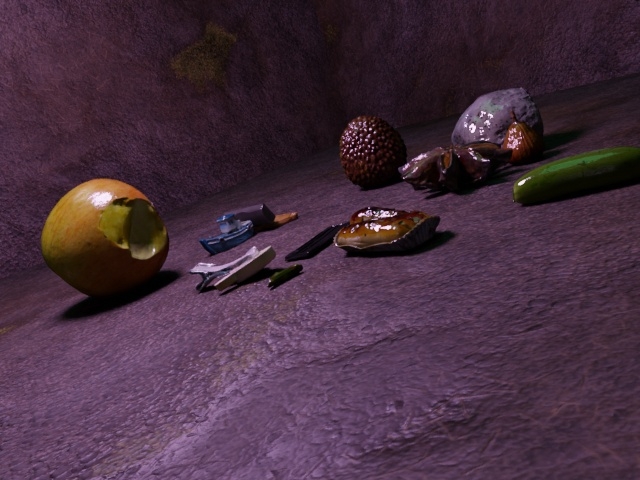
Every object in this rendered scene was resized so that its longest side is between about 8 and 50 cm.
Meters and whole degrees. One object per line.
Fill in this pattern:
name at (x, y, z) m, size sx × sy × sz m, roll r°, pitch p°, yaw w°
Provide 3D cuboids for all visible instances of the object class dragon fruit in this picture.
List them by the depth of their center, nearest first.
dragon fruit at (0.523, -0.353, 2.066) m, size 0.221 × 0.204 × 0.283 m, roll -18°, pitch 11°, yaw -16°

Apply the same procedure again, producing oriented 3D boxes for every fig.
fig at (0.563, -0.283, 1.901) m, size 0.119 × 0.153 × 0.119 m, roll -43°, pitch -5°, yaw -4°

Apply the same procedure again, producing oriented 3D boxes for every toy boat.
toy boat at (-0.298, -0.030, 2.081) m, size 0.088 × 0.102 × 0.215 m, roll -10°, pitch 14°, yaw 41°

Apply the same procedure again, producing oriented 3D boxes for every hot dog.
hot dog at (0.142, -0.026, 1.477) m, size 0.162 × 0.082 × 0.270 m, roll -28°, pitch 17°, yaw -35°

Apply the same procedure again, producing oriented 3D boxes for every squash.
squash at (0.548, -0.142, 1.402) m, size 0.292 × 0.082 × 0.082 m, roll -13°, pitch 13°, yaw 22°

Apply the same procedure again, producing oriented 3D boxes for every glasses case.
glasses case at (-0.235, -0.075, 2.164) m, size 0.190 × 0.072 × 0.042 m, roll -10°, pitch 40°, yaw 41°

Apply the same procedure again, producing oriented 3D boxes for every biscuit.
biscuit at (-0.169, -0.062, 2.214) m, size 0.184 × 0.027 × 0.133 m, roll -6°, pitch 16°, yaw 45°

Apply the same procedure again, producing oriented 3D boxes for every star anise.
star anise at (0.378, -0.207, 1.868) m, size 0.331 × 0.118 × 0.332 m, roll -9°, pitch 17°, yaw 3°

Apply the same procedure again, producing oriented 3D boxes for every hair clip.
hair clip at (-0.209, 0.068, 1.587) m, size 0.218 × 0.071 × 0.159 m, roll -20°, pitch 14°, yaw 16°

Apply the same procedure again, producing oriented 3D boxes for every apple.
apple at (-0.600, 0.003, 1.852) m, size 0.339 × 0.340 × 0.339 m, roll -17°, pitch 12°, yaw 4°

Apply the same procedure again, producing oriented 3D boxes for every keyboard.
keyboard at (0.000, 0.000, 1.713) m, size 0.087 × 0.017 × 0.250 m, roll -12°, pitch 13°, yaw 31°

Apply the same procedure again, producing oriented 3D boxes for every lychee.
lychee at (0.176, -0.304, 2.285) m, size 0.235 × 0.271 × 0.236 m, roll -23°, pitch 36°, yaw 19°

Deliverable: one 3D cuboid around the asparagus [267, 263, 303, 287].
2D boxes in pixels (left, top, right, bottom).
asparagus at (-0.082, 0.078, 1.466) m, size 0.021 × 0.025 × 0.108 m, roll 9°, pitch 28°, yaw 44°
